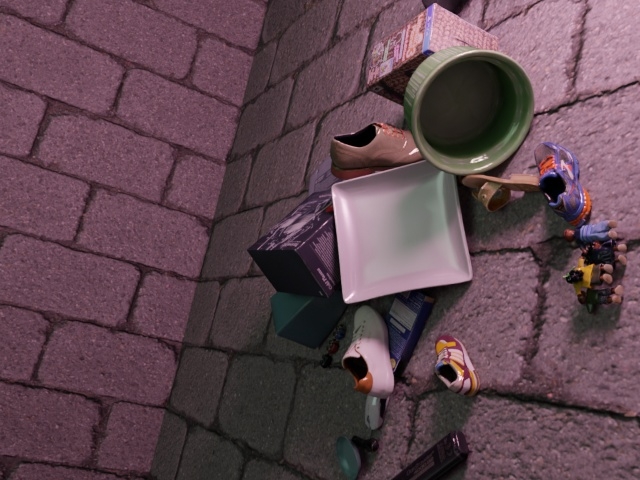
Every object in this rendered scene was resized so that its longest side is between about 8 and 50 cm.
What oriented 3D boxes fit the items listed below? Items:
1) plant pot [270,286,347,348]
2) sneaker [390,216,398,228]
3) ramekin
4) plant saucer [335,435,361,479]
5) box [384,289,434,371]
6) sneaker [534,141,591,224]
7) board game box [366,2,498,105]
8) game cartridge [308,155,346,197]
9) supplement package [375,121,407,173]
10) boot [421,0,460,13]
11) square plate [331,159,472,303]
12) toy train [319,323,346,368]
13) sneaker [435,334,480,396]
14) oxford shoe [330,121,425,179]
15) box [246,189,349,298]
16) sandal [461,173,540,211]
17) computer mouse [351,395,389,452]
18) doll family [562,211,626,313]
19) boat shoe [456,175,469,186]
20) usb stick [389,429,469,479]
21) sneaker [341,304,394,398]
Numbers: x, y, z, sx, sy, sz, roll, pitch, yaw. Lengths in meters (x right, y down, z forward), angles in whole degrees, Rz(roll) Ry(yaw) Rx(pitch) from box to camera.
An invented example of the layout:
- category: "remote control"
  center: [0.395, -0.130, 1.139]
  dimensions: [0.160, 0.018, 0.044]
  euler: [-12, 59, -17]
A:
- category: "plant pot"
  center: [-0.023, 0.199, 2.122]
  dimensions: [0.234, 0.165, 0.166]
  euler: [-47, 35, 26]
- category: "sneaker"
  center: [0.219, 0.016, 1.827]
  dimensions: [0.297, 0.111, 0.131]
  euler: [-54, -3, 1]
- category: "ramekin"
  center: [0.349, -0.326, 1.598]
  dimensions: [0.304, 0.303, 0.148]
  euler: [-61, 21, 20]
- category: "plant saucer"
  center: [0.080, 0.592, 1.793]
  dimensions: [0.119, 0.021, 0.120]
  euler: [30, 124, 56]
- category: "box"
  center: [0.221, 0.231, 1.769]
  dimensions: [0.226, 0.036, 0.136]
  euler: [-68, 27, 9]
- category: "sneaker"
  center: [0.506, -0.137, 1.401]
  dimensions: [0.083, 0.087, 0.221]
  euler: [-49, 34, 36]
- category: "board game box"
  center: [0.309, -0.495, 1.840]
  dimensions: [0.291, 0.231, 0.141]
  euler: [-18, 59, 59]
- category: "game cartridge"
  center: [0.048, -0.218, 2.363]
  dimensions: [0.294, 0.060, 0.196]
  euler: [-31, 51, 52]
- category: "supplement package"
  center: [0.227, -0.251, 1.985]
  dimensions: [0.105, 0.105, 0.179]
  euler: [-51, 33, 35]
- category: "boot"
  center: [0.454, -0.806, 1.845]
  dimensions: [0.445, 0.146, 0.367]
  euler: [-43, 29, 38]
- category: "square plate"
  center: [0.208, -0.026, 1.726]
  dimensions: [0.346, 0.049, 0.344]
  euler: [-13, 71, 21]
- category: "toy train"
  center: [0.040, 0.334, 2.061]
  dimensions: [0.158, 0.027, 0.036]
  euler: [-66, 31, 13]
- category: "sneaker"
  center: [0.301, 0.283, 1.532]
  dimensions: [0.070, 0.083, 0.185]
  euler: [-61, 29, 21]
- category: "oxford shoe"
  center: [0.195, -0.266, 1.813]
  dimensions: [0.123, 0.347, 0.130]
  euler: [-114, 12, -48]
- category: "box"
  center: [0.000, 0.000, 1.975]
  dimensions: [0.312, 0.179, 0.343]
  euler: [-43, 19, -24]
- category: "sandal"
  center: [0.418, -0.108, 1.554]
  dimensions: [0.240, 0.088, 0.079]
  euler: [3, 76, 56]
- category: "computer mouse"
  center: [0.138, 0.471, 1.771]
  dimensions: [0.106, 0.042, 0.193]
  euler: [0, 74, 63]
- category: "doll family"
  center: [0.526, 0.042, 1.276]
  dimensions: [0.111, 0.075, 0.193]
  euler: [-16, 55, 64]
- category: "boat shoe"
  center: [0.369, -0.215, 1.746]
  dimensions: [0.049, 0.056, 0.152]
  euler: [-25, 52, 49]
- category: "usb stick"
  center: [0.244, 0.538, 1.526]
  dimensions: [0.278, 0.045, 0.077]
  euler: [-53, 25, 34]
- category: "sneaker"
  center: [0.115, 0.284, 1.771]
  dimensions: [0.106, 0.123, 0.290]
  euler: [-57, 29, 35]
